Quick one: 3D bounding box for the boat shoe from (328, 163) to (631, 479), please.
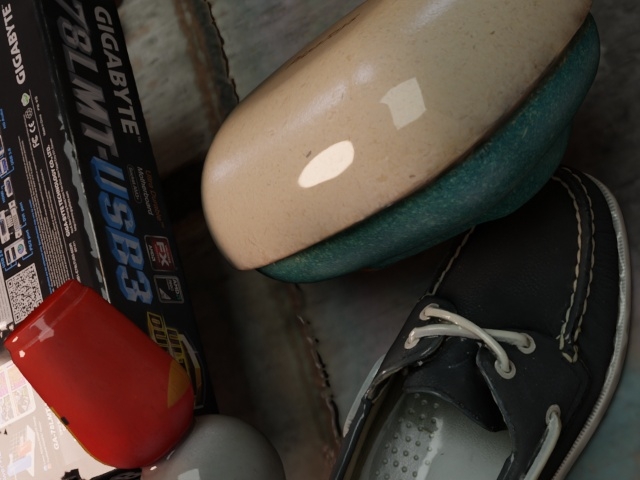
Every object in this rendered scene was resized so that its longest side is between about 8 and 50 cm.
[{"bbox_3d":[0.074,0.089,0.504,0.114,0.091,0.303,11,76,32],"label":"boat shoe"}]

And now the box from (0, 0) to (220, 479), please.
[{"bbox_3d":[-0.216,0.033,0.627,0.293,0.073,0.296,-29,70,33],"label":"box"}]

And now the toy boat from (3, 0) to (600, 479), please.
[{"bbox_3d":[0.000,0.000,0.507,0.318,0.148,0.267,-48,14,-25],"label":"toy boat"}]
